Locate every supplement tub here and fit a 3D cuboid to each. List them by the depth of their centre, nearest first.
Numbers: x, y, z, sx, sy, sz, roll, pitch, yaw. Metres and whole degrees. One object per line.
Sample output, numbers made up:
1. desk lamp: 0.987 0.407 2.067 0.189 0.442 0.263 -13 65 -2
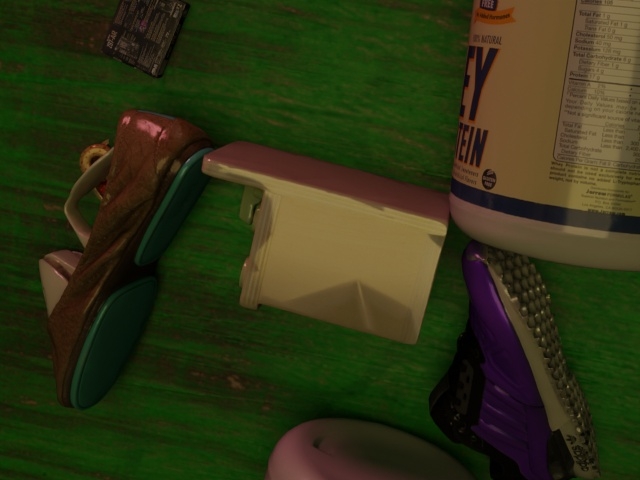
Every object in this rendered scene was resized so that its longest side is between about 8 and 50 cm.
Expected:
1. supplement tub: 0.243 -0.154 0.834 0.235 0.235 0.325 7 102 8
2. supplement tub: 0.023 0.364 0.976 0.228 0.228 0.316 18 104 6

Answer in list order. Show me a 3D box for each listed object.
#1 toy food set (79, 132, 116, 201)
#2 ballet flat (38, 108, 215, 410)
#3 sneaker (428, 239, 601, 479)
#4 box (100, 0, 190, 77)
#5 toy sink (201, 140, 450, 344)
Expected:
1. toy food set: -0.210 -0.072 1.038 0.082 0.020 0.083 -22 96 13
2. ballet flat: -0.222 0.013 1.008 0.124 0.116 0.342 34 115 16
3. sneaker: 0.166 0.134 0.946 0.146 0.102 0.293 -16 117 21
4. box: -0.181 -0.219 1.005 0.067 0.018 0.083 25 104 4
5. toy sink: 0.000 0.000 0.949 0.234 0.153 0.131 15 103 6
